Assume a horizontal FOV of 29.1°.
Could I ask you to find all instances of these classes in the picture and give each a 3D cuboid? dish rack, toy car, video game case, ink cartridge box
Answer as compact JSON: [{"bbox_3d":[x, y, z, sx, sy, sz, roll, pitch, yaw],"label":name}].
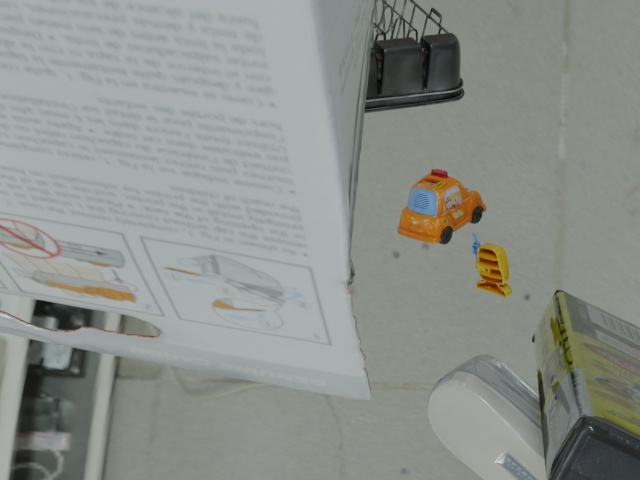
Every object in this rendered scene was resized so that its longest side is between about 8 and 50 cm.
[{"bbox_3d":[0.013,-0.227,1.310,0.271,0.208,0.074,-125,33,-50],"label":"dish rack"},{"bbox_3d":[0.093,-0.013,0.744,0.122,0.060,0.040,34,140,55],"label":"toy car"},{"bbox_3d":[0.219,0.115,0.515,0.275,0.248,0.035,26,101,4],"label":"video game case"},{"bbox_3d":[-0.130,-0.076,0.429,0.308,0.385,0.091,10,63,12],"label":"ink cartridge box"}]

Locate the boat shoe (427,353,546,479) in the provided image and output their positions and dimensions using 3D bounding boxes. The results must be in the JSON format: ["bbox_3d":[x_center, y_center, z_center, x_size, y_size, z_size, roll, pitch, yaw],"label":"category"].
[{"bbox_3d":[0.144,0.140,0.724,0.184,0.063,0.066,39,131,14],"label":"boat shoe"}]

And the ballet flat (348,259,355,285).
[{"bbox_3d":[0.000,0.000,1.244,0.114,0.041,0.041,44,99,17],"label":"ballet flat"}]
